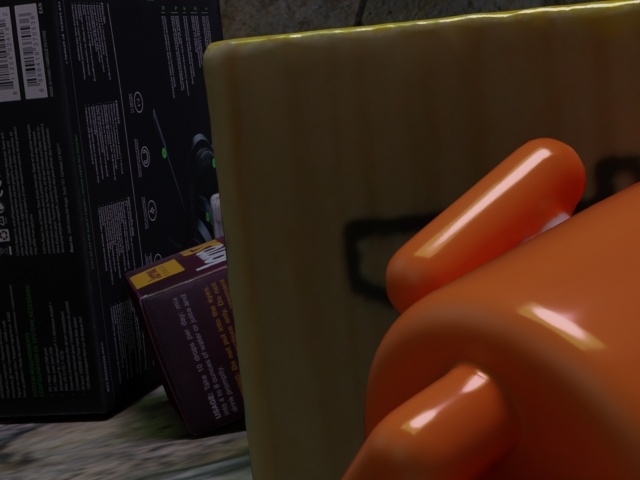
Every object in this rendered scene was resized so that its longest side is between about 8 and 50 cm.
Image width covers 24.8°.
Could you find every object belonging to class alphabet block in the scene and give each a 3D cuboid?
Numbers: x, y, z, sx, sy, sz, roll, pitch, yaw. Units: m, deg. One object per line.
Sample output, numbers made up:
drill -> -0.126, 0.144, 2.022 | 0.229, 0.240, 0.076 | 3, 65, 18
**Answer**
alphabet block -> 0.071, 0.003, 0.614 | 0.193, 0.197, 0.192 | -5, 7, 7

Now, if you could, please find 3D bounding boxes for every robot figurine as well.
robot figurine -> 0.101, 0.047, 0.429 | 0.219, 0.128, 0.158 | -24, 26, -34

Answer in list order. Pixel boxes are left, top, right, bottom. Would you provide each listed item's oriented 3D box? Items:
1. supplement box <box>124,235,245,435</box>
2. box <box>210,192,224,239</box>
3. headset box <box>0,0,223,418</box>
supplement box -> -0.004, 0.027, 0.798 | 0.188, 0.081, 0.104 | -21, 10, -10
box -> 0.000, 0.000, 1.058 | 0.094, 0.113, 0.275 | -6, 6, 9
headset box -> -0.151, -0.039, 0.936 | 0.131, 0.246, 0.283 | -4, 8, 17
